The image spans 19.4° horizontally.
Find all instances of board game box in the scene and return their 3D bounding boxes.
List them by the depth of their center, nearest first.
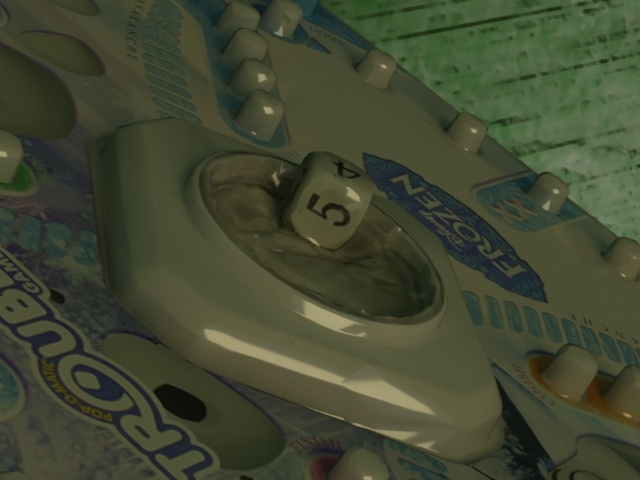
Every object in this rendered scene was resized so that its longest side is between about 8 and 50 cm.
[{"bbox_3d":[0.000,0.000,0.537,0.390,0.390,0.050,-16,141,-58],"label":"board game box"}]
